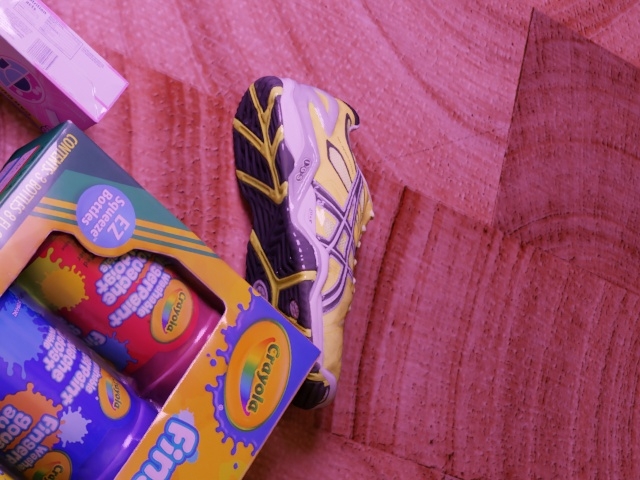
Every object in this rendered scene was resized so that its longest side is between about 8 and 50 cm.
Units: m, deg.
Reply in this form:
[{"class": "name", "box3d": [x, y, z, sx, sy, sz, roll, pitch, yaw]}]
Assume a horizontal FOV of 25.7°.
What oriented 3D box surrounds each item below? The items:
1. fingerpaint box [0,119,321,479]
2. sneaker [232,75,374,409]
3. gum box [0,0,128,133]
[{"class": "fingerpaint box", "box3d": [-0.266, 0.172, 1.390, 0.371, 0.163, 0.445, 44, 61, -18]}, {"class": "sneaker", "box3d": [0.000, 0.000, 1.612, 0.147, 0.145, 0.385, 2, 81, -33]}, {"class": "gum box", "box3d": [-0.307, -0.194, 1.469, 0.188, 0.107, 0.062, 44, 60, -19]}]
